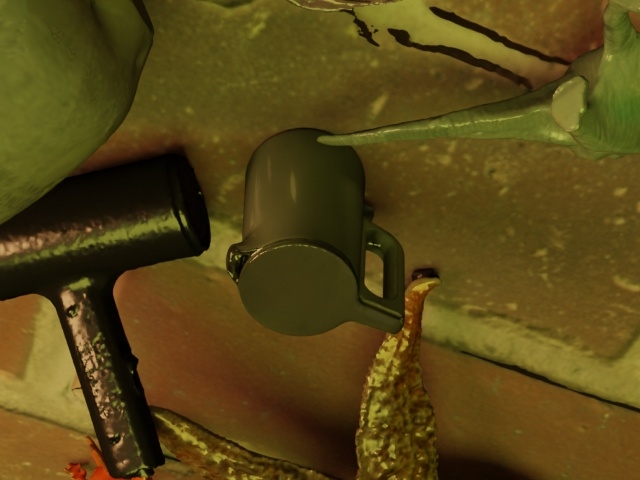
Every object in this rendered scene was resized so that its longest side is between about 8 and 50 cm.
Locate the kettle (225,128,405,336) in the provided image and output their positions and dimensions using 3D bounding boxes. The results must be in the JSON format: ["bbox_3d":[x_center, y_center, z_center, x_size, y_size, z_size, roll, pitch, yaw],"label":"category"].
[{"bbox_3d":[-0.006,0.002,0.810,0.098,0.148,0.127,-28,121,19],"label":"kettle"}]

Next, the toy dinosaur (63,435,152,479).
[{"bbox_3d":[-0.176,0.229,0.940,0.070,0.288,0.117,-22,118,-25],"label":"toy dinosaur"}]

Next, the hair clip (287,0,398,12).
[{"bbox_3d":[0.124,-0.219,0.705,0.359,0.095,0.110,4,156,8],"label":"hair clip"}]

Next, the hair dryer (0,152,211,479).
[{"bbox_3d":[-0.172,0.068,0.850,0.197,0.089,0.251,-14,93,8],"label":"hair dryer"}]

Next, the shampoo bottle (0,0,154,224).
[{"bbox_3d":[-0.273,-0.142,0.607,0.317,0.322,0.322,-19,123,8],"label":"shampoo bottle"}]

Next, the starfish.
[{"bbox_3d":[0.036,0.227,0.996,0.398,0.132,0.384,-16,119,9],"label":"starfish"}]

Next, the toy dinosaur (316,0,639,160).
[{"bbox_3d":[0.185,-0.102,0.734,0.393,0.092,0.205,-21,167,18],"label":"toy dinosaur"}]
